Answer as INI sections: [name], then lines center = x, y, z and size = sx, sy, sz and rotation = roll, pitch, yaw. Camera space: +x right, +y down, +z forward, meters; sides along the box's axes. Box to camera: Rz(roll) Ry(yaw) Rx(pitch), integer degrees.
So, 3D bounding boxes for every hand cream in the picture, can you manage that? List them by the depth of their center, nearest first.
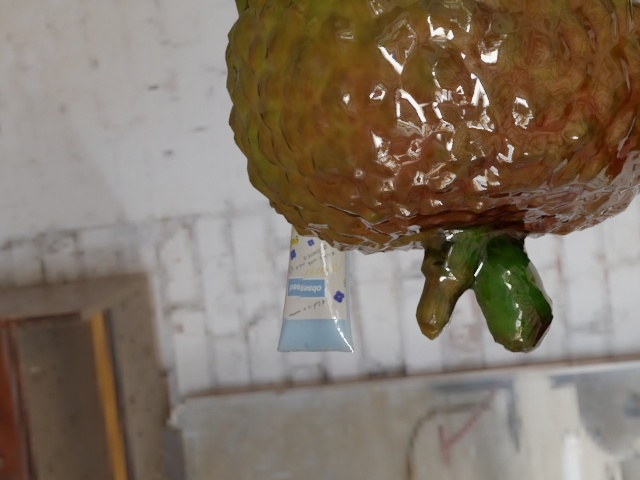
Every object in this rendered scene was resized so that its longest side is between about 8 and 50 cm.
[hand cream]
center = 0.000, 0.000, 1.218
size = 0.043, 0.065, 0.170
rotation = 17, 73, -61

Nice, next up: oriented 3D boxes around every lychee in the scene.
[lychee]
center = 0.033, -0.045, 0.398
size = 0.114, 0.114, 0.146
rotation = 32, 55, -73
